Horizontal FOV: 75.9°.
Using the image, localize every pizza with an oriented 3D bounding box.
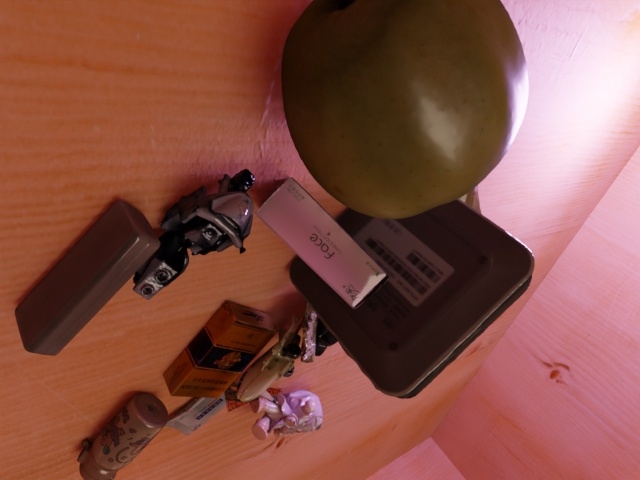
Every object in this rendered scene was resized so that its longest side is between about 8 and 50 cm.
[{"bbox_3d":[-0.025,0.223,1.016,0.034,0.181,0.262,4,170,2],"label":"pizza"}]

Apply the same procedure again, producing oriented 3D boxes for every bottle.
[{"bbox_3d":[-0.449,0.443,0.912,0.110,0.097,0.209,43,93,-14],"label":"bottle"}]

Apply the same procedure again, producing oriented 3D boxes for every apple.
[{"bbox_3d":[0.109,-0.219,0.611,0.357,0.357,0.357,-24,138,-24],"label":"apple"}]

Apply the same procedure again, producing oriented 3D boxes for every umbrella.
[{"bbox_3d":[0.058,0.198,1.119,0.337,0.128,0.154,-52,144,14],"label":"umbrella"}]

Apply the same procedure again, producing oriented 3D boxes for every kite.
[{"bbox_3d":[-0.211,0.399,1.075,0.222,0.008,0.125,-30,124,25],"label":"kite"}]

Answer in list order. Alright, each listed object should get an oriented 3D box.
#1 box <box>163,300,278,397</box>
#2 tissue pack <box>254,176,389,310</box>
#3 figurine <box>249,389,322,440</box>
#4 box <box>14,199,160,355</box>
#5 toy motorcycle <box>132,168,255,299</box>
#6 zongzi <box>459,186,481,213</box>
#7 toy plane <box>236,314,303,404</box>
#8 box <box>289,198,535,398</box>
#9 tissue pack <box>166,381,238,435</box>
[{"bbox_3d":[-0.229,0.263,0.962,0.237,0.070,0.152,-51,141,6],"label":"box"},{"bbox_3d":[0.000,0.000,0.764,0.246,0.148,0.092,44,92,-9],"label":"tissue pack"},{"bbox_3d":[-0.102,0.542,1.291,0.275,0.133,0.200,19,123,-44],"label":"figurine"},{"bbox_3d":[-0.356,0.056,0.624,0.244,0.103,0.055,-46,147,2],"label":"box"},{"bbox_3d":[-0.200,-0.009,0.667,0.270,0.159,0.106,-45,121,-2],"label":"toy motorcycle"},{"bbox_3d":[0.404,-0.140,1.142,0.228,0.115,0.256,-1,115,-46],"label":"zongzi"},{"bbox_3d":[-0.113,0.300,1.004,0.256,0.104,0.242,-57,171,-55],"label":"toy plane"},{"bbox_3d":[0.171,0.068,0.877,0.396,0.396,0.111,-44,144,-2],"label":"box"},{"bbox_3d":[-0.304,0.439,1.090,0.193,0.026,0.123,-37,142,-10],"label":"tissue pack"}]
